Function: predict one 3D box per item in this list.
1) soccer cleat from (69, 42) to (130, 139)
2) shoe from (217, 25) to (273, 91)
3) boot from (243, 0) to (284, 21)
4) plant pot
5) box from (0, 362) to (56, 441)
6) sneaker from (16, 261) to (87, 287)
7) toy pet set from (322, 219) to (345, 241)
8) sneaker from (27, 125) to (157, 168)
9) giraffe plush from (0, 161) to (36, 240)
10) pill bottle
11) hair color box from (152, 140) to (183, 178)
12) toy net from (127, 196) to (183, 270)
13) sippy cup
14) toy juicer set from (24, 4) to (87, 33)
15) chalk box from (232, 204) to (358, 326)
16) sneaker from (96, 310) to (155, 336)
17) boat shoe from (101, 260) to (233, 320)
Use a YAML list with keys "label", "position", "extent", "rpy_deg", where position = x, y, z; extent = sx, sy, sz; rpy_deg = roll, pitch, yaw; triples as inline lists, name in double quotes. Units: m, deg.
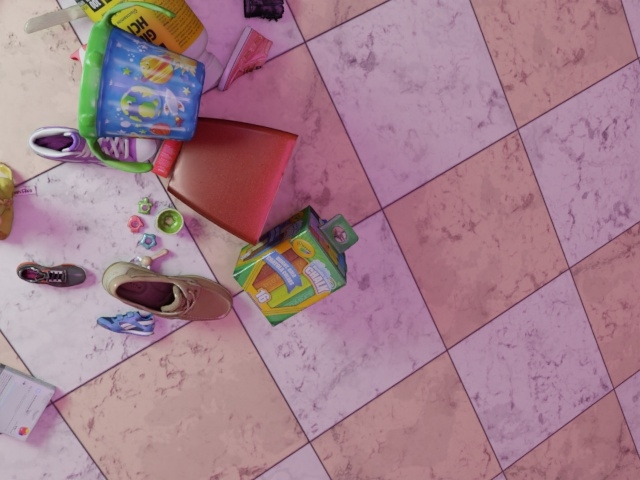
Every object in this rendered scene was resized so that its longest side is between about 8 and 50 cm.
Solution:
- label: "soccer cleat"
  position: [-0.492, -0.336, 1.386]
  extent: [0.095, 0.083, 0.248]
  rpy_deg: [-21, 85, 3]
- label: "shoe"
  position: [-0.186, -0.438, 1.506]
  extent: [0.081, 0.063, 0.178]
  rpy_deg: [26, 85, -16]
- label: "boot"
  position: [-0.141, -0.608, 1.506]
  extent: [0.099, 0.045, 0.121]
  rpy_deg: [-6, 108, -16]
- label: "plant pot"
  position: [-0.217, -0.160, 1.452]
  extent: [0.236, 0.267, 0.267]
  rpy_deg: [21, 91, -7]
- label: "box"
  position: [-0.759, 0.380, 1.451]
  extent: [0.186, 0.038, 0.145]
  rpy_deg: [31, 88, -20]
- label: "sneaker"
  position: [-0.636, 0.087, 1.432]
  extent: [0.158, 0.065, 0.061]
  rpy_deg: [3, 97, -19]
- label: "toy pet set"
  position: [0.000, 0.000, 1.657]
  extent: [0.122, 0.065, 0.114]
  rpy_deg: [-36, 143, -8]
- label: "sneaker"
  position: [-0.512, -0.212, 1.379]
  extent: [0.282, 0.161, 0.102]
  rpy_deg: [-4, 98, -20]
- label: "giraffe plush"
  position: [-0.736, -0.076, 1.315]
  extent: [0.210, 0.170, 0.181]
  rpy_deg: [-27, 106, -13]
- label: "pill bottle"
  position: [-0.375, -0.477, 1.353]
  extent: [0.188, 0.188, 0.334]
  rpy_deg: [-45, 123, -8]
- label: "hair color box"
  position: [-0.367, -0.224, 1.474]
  extent: [0.043, 0.072, 0.141]
  rpy_deg: [24, 91, -20]
- label: "toy net"
  position: [-0.433, 0.017, 1.503]
  extent: [0.122, 0.045, 0.232]
  rpy_deg: [22, 91, -22]
- label: "sippy cup"
  position: [-0.359, -0.306, 1.244]
  extent: [0.224, 0.305, 0.240]
  rpy_deg: [8, 57, -15]
- label: "toy juicer set"
  position: [-0.565, -0.626, 1.346]
  extent: [0.209, 0.089, 0.329]
  rpy_deg: [-10, 114, -38]
- label: "chalk box"
  position: [-0.045, 0.046, 1.520]
  extent: [0.289, 0.179, 0.180]
  rpy_deg: [-32, 109, 14]
- label: "sneaker"
  position: [-0.483, 0.200, 1.513]
  extent: [0.144, 0.053, 0.059]
  rpy_deg: [12, 95, -29]
- label: "boat shoe"
  position: [-0.361, 0.146, 1.491]
  extent: [0.341, 0.110, 0.121]
  rpy_deg: [16, 99, -33]
